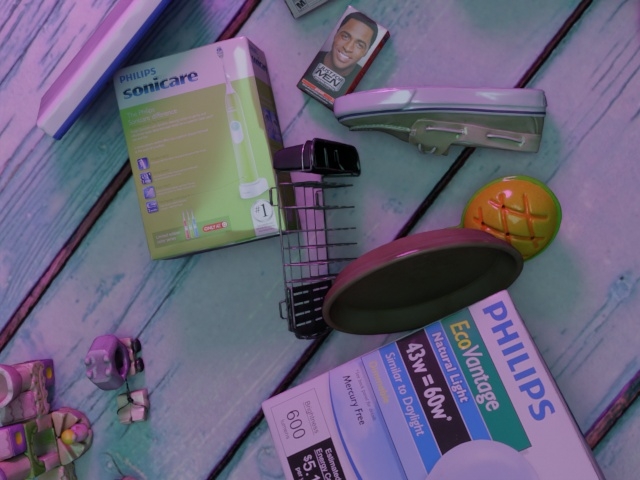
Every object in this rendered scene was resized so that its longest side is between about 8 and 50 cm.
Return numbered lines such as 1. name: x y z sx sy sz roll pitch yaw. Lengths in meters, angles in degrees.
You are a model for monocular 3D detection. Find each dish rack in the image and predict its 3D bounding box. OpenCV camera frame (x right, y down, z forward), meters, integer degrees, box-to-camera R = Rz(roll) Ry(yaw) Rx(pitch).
1. dish rack: 0.000 0.000 1.300 0.074 0.208 0.272 -3 91 21

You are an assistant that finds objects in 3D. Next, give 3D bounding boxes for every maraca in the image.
1. maraca: 0.253 -0.015 1.312 0.127 0.099 0.185 46 118 -4

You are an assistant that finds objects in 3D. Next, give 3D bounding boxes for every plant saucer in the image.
1. plant saucer: 0.134 0.056 1.253 0.278 0.278 0.041 -18 65 9

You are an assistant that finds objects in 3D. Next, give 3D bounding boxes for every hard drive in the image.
1. hard drive: -0.291 -0.298 1.340 0.040 0.210 0.319 38 97 -23

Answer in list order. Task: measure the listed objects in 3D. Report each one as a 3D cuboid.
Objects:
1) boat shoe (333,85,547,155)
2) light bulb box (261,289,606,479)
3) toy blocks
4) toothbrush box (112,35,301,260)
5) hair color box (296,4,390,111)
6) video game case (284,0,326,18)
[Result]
1. boat shoe: 0.169 -0.167 1.313 0.302 0.109 0.094 0 93 4
2. light bulb box: 0.169 0.315 1.206 0.361 0.225 0.358 -27 63 8
3. toy blocks: -0.425 0.306 1.336 0.309 0.260 0.289 -11 88 9
4. toothbrush box: -0.163 -0.128 1.360 0.206 0.122 0.283 -13 89 10
5. hair color box: 0.034 -0.264 1.367 0.072 0.043 0.141 34 95 8
6. video game case: 0.016 -0.451 1.302 0.232 0.210 0.042 -28 44 9
